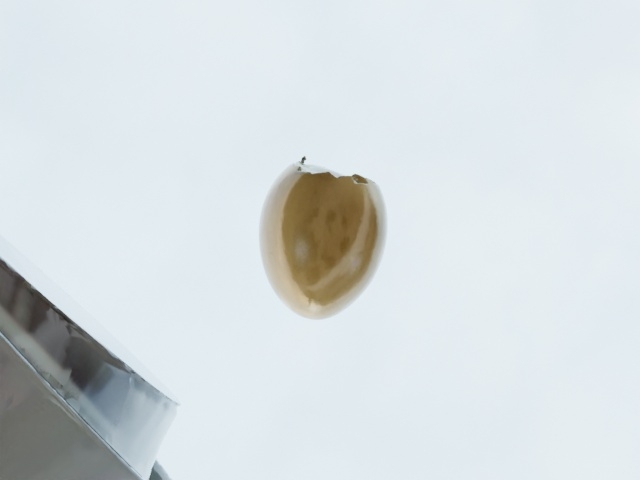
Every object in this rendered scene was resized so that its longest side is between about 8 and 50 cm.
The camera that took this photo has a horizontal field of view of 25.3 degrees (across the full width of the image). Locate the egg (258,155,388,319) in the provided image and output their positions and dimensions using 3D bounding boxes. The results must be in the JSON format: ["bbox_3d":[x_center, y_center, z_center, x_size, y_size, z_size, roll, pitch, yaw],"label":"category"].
[{"bbox_3d":[0.000,0.000,0.876,0.080,0.080,0.096,14,-88,-10],"label":"egg"}]

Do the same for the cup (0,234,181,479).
[{"bbox_3d":[-0.252,0.122,0.562,0.371,0.253,0.253,-41,-91,-8],"label":"cup"}]
